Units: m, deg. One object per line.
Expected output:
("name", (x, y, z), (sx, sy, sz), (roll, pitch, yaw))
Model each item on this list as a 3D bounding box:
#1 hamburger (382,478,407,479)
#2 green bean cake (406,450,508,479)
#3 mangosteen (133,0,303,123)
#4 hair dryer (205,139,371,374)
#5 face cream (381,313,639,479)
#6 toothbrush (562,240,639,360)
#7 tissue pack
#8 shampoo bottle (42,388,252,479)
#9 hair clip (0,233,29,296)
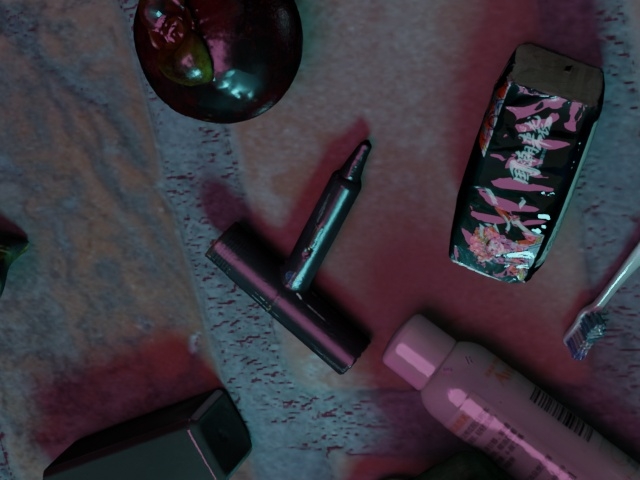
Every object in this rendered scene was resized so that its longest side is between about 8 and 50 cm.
("hamburger", (0.085, 0.303, 1.302), (0.140, 0.062, 0.133), (31, 122, 6))
("green bean cake", (0.152, 0.371, 1.117), (0.169, 0.300, 0.308), (-30, 109, 11))
("mangosteen", (-0.091, -0.169, 1.123), (0.152, 0.152, 0.152), (9, 115, 20))
("hair dryer", (0.014, 0.006, 1.217), (0.173, 0.050, 0.195), (42, 118, -2))
("face cream", (0.173, 0.164, 1.192), (0.269, 0.082, 0.082), (38, 121, 4))
("toothbrush", (0.288, -0.016, 1.098), (0.030, 0.030, 0.304), (35, 119, 6))
("tissue pack", (0.165, -0.061, 1.087), (0.090, 0.103, 0.170), (18, 118, 7))
("shampoo bottle", (-0.191, 0.232, 1.379), (0.246, 0.080, 0.079), (-23, 100, 29))
("hair clip", (-0.461, -0.014, 1.397), (0.358, 0.110, 0.096), (19, 78, 19))
